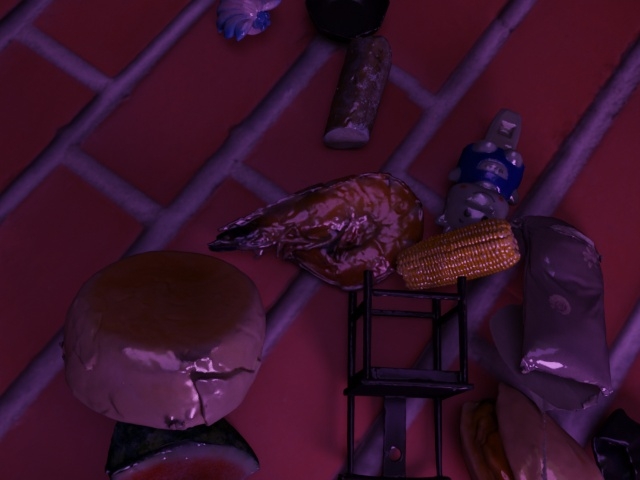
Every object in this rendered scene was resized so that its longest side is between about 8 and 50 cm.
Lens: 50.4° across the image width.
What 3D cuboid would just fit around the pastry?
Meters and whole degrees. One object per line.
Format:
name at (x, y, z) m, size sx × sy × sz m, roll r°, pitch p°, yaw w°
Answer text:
pastry at (-0.192, 0.116, 0.842) m, size 0.264 × 0.133 × 0.265 m, roll 11°, pitch 29°, yaw -6°

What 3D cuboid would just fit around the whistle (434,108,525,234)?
whistle at (0.245, -0.090, 1.002) m, size 0.110 × 0.092 × 0.244 m, roll 23°, pitch 74°, yaw 7°

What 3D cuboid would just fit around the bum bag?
bum bag at (0.486, 0.345, 0.894) m, size 0.310 × 0.074 × 0.137 m, roll 30°, pitch 61°, yaw 0°

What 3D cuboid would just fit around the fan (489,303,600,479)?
fan at (0.284, 0.191, 0.865) m, size 0.182 × 0.010 × 0.310 m, roll 32°, pitch 34°, yaw 0°

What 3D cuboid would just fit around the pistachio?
pistachio at (0.269, 0.293, 0.863) m, size 0.157 × 0.157 × 0.230 m, roll -25°, pitch 68°, yaw -11°

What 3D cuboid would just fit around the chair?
chair at (0.108, 0.184, 0.887) m, size 0.154 × 0.141 × 0.260 m, roll 4°, pitch 71°, yaw -6°

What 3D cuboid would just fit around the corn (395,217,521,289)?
corn at (0.187, 0.022, 0.933) m, size 0.165 × 0.085 × 0.063 m, roll -16°, pitch 58°, yaw 21°

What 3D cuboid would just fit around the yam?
yam at (0.059, -0.226, 1.040) m, size 0.078 × 0.078 × 0.179 m, roll 16°, pitch 72°, yaw 1°

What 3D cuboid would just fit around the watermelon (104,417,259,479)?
watermelon at (-0.177, 0.286, 0.832) m, size 0.136 × 0.207 × 0.202 m, roll -8°, pitch 89°, yaw 21°

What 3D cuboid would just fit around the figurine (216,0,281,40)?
figurine at (-0.124, -0.366, 1.080) m, size 0.114 × 0.079 × 0.114 m, roll -18°, pitch 52°, yaw 24°

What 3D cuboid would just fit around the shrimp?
shrimp at (0.000, 0.000, 0.978) m, size 0.316 × 0.062 × 0.164 m, roll -13°, pitch 82°, yaw -6°

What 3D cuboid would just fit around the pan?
pan at (0.054, -0.407, 1.109) m, size 0.128 × 0.048 × 0.202 m, roll 21°, pitch 74°, yaw 1°

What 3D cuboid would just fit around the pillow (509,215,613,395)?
pillow at (0.340, 0.077, 0.929) m, size 0.169 × 0.059 × 0.255 m, roll 22°, pitch 55°, yaw -19°
